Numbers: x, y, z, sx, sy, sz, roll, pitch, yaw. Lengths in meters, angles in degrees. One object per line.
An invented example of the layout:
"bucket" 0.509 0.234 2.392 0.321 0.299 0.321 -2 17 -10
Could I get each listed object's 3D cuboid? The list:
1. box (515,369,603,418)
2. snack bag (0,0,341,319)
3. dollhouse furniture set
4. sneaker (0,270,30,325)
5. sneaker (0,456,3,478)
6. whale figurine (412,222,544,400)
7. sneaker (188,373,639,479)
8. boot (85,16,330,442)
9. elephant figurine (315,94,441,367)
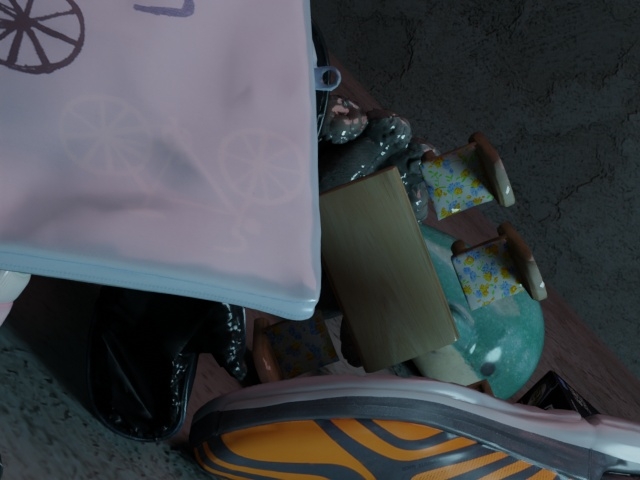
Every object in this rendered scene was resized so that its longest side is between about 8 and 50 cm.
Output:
"box" 0.298 0.246 1.442 0.147 0.077 0.180 42 11 -12
"snack bag" -0.143 -0.123 0.668 0.323 0.037 0.343 9 60 -23
"dollhouse furniture set" 0.062 0.075 0.925 0.161 0.212 0.242 -97 166 -75
"sneaker" -0.193 0.011 0.610 0.134 0.070 0.051 25 23 -55
"sneaker" -0.204 0.047 0.449 0.217 0.079 0.121 47 5 -30
"whale figurine" 0.132 0.046 1.348 0.272 0.141 0.216 55 8 -14
"sneaker" 0.076 0.185 0.764 0.321 0.180 0.124 10 -22 -13
"boot" -0.059 -0.020 0.768 0.094 0.247 0.207 23 12 -9
"elephant figurine" 0.000 0.000 1.176 0.169 0.239 0.186 23 -22 1
